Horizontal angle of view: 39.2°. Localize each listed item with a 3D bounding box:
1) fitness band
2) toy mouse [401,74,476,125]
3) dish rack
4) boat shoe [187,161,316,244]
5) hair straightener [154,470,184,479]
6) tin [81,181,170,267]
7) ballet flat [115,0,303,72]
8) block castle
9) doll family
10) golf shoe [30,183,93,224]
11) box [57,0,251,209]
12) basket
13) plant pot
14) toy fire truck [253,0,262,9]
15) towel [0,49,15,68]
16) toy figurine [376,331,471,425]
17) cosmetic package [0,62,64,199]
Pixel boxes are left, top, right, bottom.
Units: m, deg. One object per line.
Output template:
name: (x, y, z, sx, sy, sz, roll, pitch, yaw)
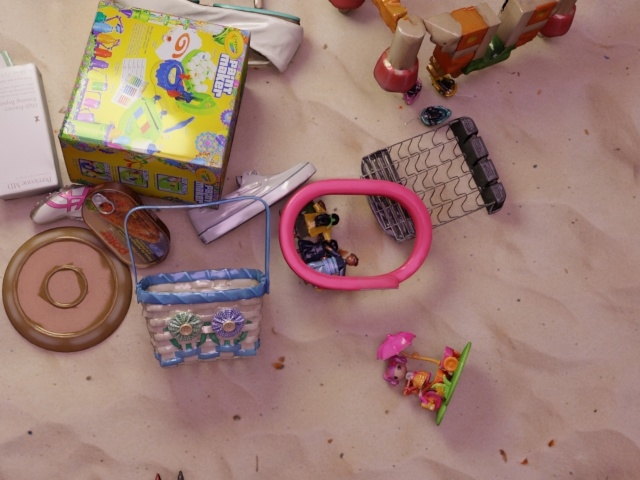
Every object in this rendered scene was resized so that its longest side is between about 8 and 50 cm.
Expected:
fitness band: (0.066, -0.011, 1.674, 0.291, 0.054, 0.208, 1, 86, -10)
toy mouse: (0.209, -0.280, 1.815, 0.161, 0.031, 0.143, 36, 78, -1)
dish rack: (0.217, -0.117, 1.772, 0.272, 0.074, 0.208, -22, 83, -9)
boat shoe: (-0.130, -0.091, 1.703, 0.258, 0.095, 0.084, -32, 91, -13)
hair straightener: (-0.241, 0.528, 1.612, 0.089, 0.047, 0.230, -7, 82, -9)
tin: (-0.353, -0.028, 1.639, 0.106, 0.040, 0.189, -30, 123, 13)
ballet flat: (-0.234, -0.410, 1.733, 0.400, 0.139, 0.139, 13, 79, -7)
block castle: (0.268, -0.485, 1.767, 0.453, 0.213, 0.303, -22, 70, -17)
doll family: (0.000, 0.000, 1.722, 0.111, 0.076, 0.192, -16, 89, -15)
golf shoe: (-0.443, -0.066, 1.668, 0.186, 0.067, 0.086, -25, 87, -11)
box: (-0.290, -0.242, 1.627, 0.279, 0.177, 0.289, 11, 66, -3)
basket: (-0.206, 0.070, 1.606, 0.255, 0.201, 0.288, -7, 96, -8)
plant pot: (-0.468, 0.087, 1.658, 0.236, 0.032, 0.236, 1, 80, -8)
toy fire truck: (-0.178, -0.573, 1.725, 0.246, 0.217, 0.158, 38, 107, -6)
towel: (-0.639, -0.283, 1.697, 0.152, 0.023, 0.113, -27, 85, -11)
toy figurine: (0.181, 0.244, 1.704, 0.159, 0.130, 0.173, 21, 103, 9)
cosmetic package: (-0.554, -0.198, 1.653, 0.117, 0.085, 0.231, -12, 88, -8)
